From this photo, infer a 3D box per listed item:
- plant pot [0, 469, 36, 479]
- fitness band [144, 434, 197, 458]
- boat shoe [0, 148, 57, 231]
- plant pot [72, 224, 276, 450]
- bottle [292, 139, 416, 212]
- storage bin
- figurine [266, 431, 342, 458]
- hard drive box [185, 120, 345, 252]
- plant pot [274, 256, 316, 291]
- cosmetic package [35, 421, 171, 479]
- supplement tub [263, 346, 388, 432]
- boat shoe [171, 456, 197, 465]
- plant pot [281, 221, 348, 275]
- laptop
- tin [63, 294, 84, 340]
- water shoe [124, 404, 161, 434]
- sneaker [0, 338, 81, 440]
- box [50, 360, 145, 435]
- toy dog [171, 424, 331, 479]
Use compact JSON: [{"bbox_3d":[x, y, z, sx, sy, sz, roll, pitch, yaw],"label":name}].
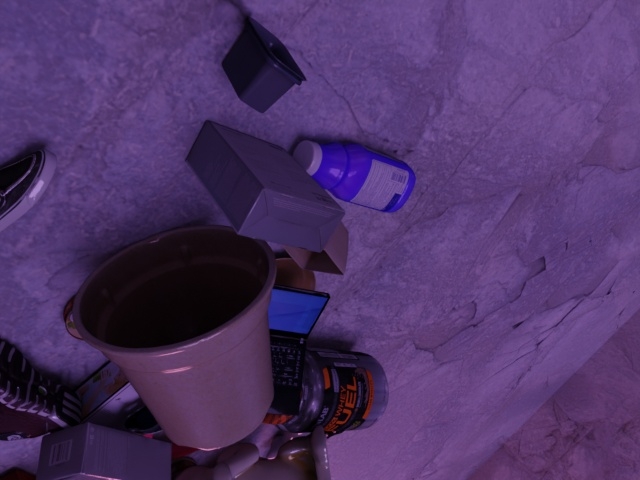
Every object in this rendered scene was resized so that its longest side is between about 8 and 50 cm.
[{"bbox_3d":[-0.639,0.651,1.268,0.236,0.267,0.267,-45,140,-12],"label":"plant pot"},{"bbox_3d":[-0.308,0.404,1.443,0.209,0.054,0.290,23,109,-43],"label":"fitness band"},{"bbox_3d":[-0.484,-0.061,0.886,0.219,0.077,0.070,-42,140,4],"label":"boat shoe"},{"bbox_3d":[-0.216,0.187,1.072,0.334,0.334,0.305,-23,126,-19],"label":"plant pot"},{"bbox_3d":[0.068,-0.134,1.221,0.283,0.092,0.118,11,114,-42],"label":"bottle"},{"bbox_3d":[-0.093,-0.271,0.964,0.091,0.135,0.098,-43,140,20],"label":"storage bin"},{"bbox_3d":[-0.037,0.561,1.757,0.215,0.092,0.209,11,122,-41],"label":"figurine"},{"bbox_3d":[-0.097,-0.093,1.030,0.181,0.232,0.089,14,116,-42],"label":"hard drive box"},{"bbox_3d":[-0.120,0.126,1.354,0.237,0.032,0.236,-19,134,-21],"label":"plant pot"},{"bbox_3d":[-0.415,0.438,1.187,0.127,0.107,0.238,-23,142,21],"label":"cosmetic package"},{"bbox_3d":[-0.004,0.375,1.523,0.338,0.207,0.207,14,116,-43],"label":"supplement tub"},{"bbox_3d":[-0.422,0.593,1.472,0.341,0.110,0.121,22,110,-46],"label":"boat shoe"},{"bbox_3d":[0.000,0.000,1.271,0.109,0.109,0.096,52,53,-49],"label":"plant pot"},{"bbox_3d":[-0.120,0.231,1.276,0.235,0.137,0.264,11,75,-20],"label":"laptop"},{"bbox_3d":[-0.395,0.145,1.162,0.190,0.040,0.106,13,113,-42],"label":"tin"},{"bbox_3d":[-0.291,0.340,1.206,0.203,0.072,0.080,-25,162,5],"label":"water shoe"},{"bbox_3d":[-0.589,0.293,1.103,0.163,0.106,0.281,-26,128,9],"label":"sneaker"},{"bbox_3d":[-0.402,0.330,1.278,0.290,0.087,0.169,-40,139,0],"label":"box"},{"bbox_3d":[-0.179,0.596,1.407,0.408,0.284,0.395,-7,169,-7],"label":"toy dog"}]
